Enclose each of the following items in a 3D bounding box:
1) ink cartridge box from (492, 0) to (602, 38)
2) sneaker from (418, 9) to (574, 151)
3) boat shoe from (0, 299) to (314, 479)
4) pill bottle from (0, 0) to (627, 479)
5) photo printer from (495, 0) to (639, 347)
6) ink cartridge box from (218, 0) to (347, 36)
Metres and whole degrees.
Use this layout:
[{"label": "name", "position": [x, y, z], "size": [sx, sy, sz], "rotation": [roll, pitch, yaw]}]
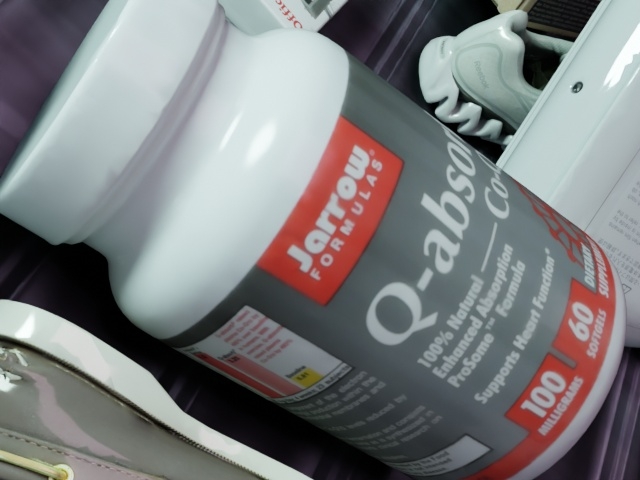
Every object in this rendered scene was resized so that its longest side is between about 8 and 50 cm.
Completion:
[{"label": "ink cartridge box", "position": [0.220, -0.313, 0.899], "size": [0.193, 0.088, 0.234], "rotation": [0, 51, -39]}, {"label": "sneaker", "position": [0.235, -0.121, 0.857], "size": [0.292, 0.118, 0.110], "rotation": [25, 56, -29]}, {"label": "boat shoe", "position": [-0.073, 0.160, 0.503], "size": [0.324, 0.116, 0.096], "rotation": [36, 57, -15]}, {"label": "pill bottle", "position": [0.000, 0.000, 0.561], "size": [0.363, 0.210, 0.210], "rotation": [32, 54, -23]}, {"label": "photo printer", "position": [0.290, -0.057, 0.787], "size": [0.256, 0.107, 0.307], "rotation": [27, 100, -30]}, {"label": "ink cartridge box", "position": [-0.031, -0.214, 0.729], "size": [0.099, 0.056, 0.135], "rotation": [47, 50, -14]}]
